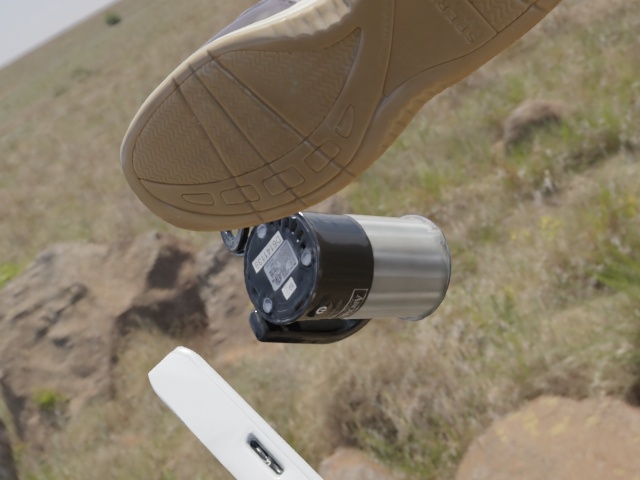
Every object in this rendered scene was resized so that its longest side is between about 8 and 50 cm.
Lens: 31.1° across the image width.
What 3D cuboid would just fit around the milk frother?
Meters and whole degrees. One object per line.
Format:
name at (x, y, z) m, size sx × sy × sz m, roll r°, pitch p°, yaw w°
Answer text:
milk frother at (0.000, 0.000, 0.867) m, size 0.135 × 0.143 × 0.129 m, roll 3°, pitch -24°, yaw -42°

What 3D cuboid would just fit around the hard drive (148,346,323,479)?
hard drive at (0.000, 0.238, 0.954) m, size 0.047 × 0.353 × 0.233 m, roll -43°, pitch 59°, yaw -11°

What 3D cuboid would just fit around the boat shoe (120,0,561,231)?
boat shoe at (0.015, -0.103, 0.605) m, size 0.285 × 0.103 × 0.092 m, roll -35°, pitch 15°, yaw 27°
